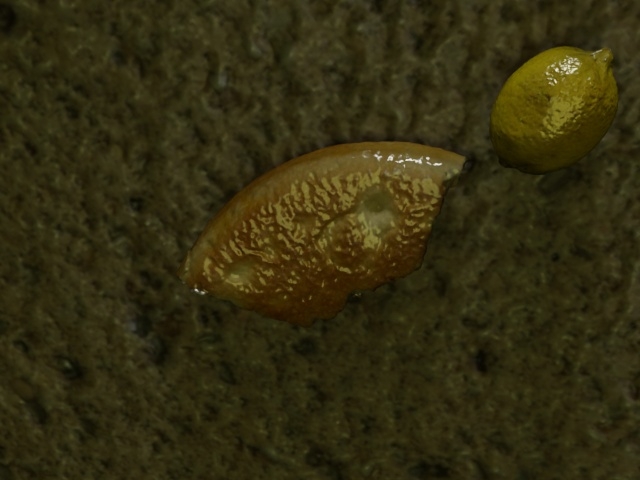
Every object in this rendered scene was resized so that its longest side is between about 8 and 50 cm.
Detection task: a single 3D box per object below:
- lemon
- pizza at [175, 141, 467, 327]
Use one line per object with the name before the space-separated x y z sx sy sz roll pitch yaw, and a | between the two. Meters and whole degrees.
lemon | 0.174 -0.098 0.632 0.082 0.082 0.111 38 115 -8
pizza | 0.000 -0.006 0.718 0.271 0.056 0.134 -32 103 20
